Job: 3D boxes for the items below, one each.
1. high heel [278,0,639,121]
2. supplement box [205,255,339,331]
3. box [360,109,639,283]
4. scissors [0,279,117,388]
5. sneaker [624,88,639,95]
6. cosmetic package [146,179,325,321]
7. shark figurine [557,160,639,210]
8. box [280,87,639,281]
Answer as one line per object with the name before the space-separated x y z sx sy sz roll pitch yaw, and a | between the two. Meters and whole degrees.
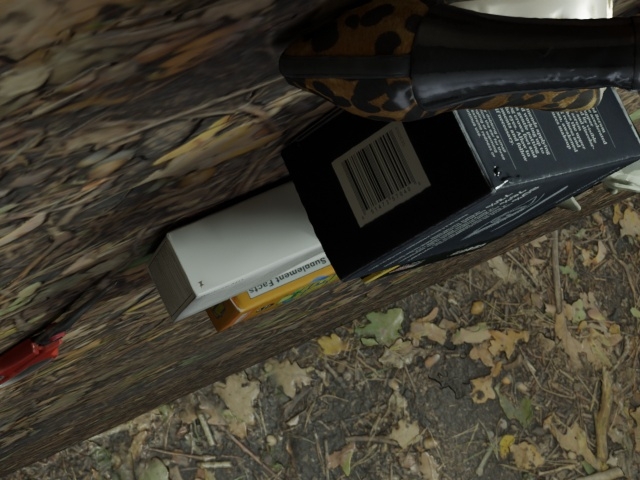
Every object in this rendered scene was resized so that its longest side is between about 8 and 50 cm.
high heel | 0.077 -0.117 0.807 0.186 0.093 0.261 -1 -169 4
supplement box | 0.000 0.000 1.239 0.233 0.080 0.078 -21 169 -23
box | 0.202 -0.057 1.547 0.257 0.079 0.322 -32 171 27
scissors | -0.239 0.084 1.252 0.297 0.021 0.109 -33 168 37
sneaker | 0.343 -0.182 1.223 0.190 0.071 0.083 -18 180 7
cosmetic package | -0.018 -0.014 1.133 0.239 0.060 0.099 -23 174 -22
shark figurine | 0.260 -0.091 1.277 0.278 0.116 0.166 13 160 -13
box | 0.104 -0.063 0.990 0.153 0.108 0.207 -32 169 39
